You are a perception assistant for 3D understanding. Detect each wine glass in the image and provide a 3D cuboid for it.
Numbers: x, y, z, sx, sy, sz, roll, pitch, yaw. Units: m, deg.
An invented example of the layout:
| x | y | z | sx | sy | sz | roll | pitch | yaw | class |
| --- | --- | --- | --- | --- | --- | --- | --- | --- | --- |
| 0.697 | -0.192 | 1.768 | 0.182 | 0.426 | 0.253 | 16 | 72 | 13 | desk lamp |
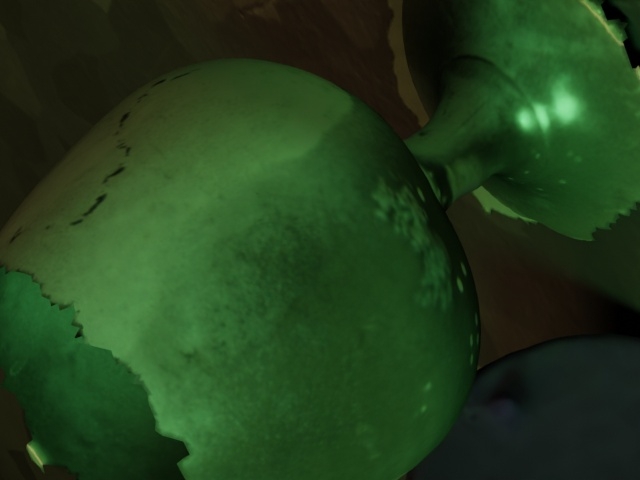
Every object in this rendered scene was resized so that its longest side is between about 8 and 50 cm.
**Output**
| x | y | z | sx | sy | sz | roll | pitch | yaw | class |
| --- | --- | --- | --- | --- | --- | --- | --- | --- | --- |
| 0.000 | 0.000 | 0.777 | 0.238 | 0.323 | 0.238 | 38 | 147 | 30 | wine glass |

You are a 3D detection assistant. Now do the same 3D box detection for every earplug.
| x | y | z | sx | sy | sz | roll | pitch | yaw | class |
| --- | --- | --- | --- | --- | --- | --- | --- | --- | --- |
| 0.176 | 0.278 | 0.962 | 0.215 | 0.215 | 0.456 | 33 | 150 | 34 | earplug |
